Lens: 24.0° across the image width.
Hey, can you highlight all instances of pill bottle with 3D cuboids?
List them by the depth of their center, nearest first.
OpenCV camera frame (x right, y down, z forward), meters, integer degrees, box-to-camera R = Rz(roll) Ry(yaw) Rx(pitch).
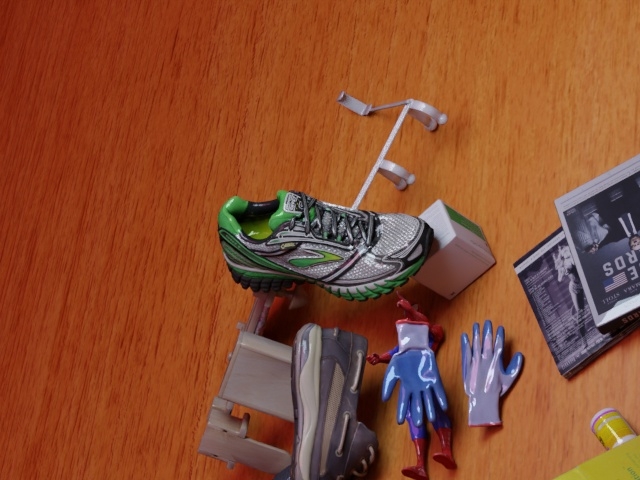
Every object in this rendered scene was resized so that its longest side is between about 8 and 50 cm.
[{"bbox_3d":[0.383,0.255,1.925,0.043,0.043,0.083,-48,39,13],"label":"pill bottle"}]

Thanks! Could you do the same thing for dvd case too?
[{"bbox_3d":[0.426,-0.005,2.044,0.179,0.029,0.239,-29,44,19],"label":"dvd case"},{"bbox_3d":[0.366,0.064,2.094,0.164,0.018,0.221,-40,42,22],"label":"dvd case"}]

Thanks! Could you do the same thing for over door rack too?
[{"bbox_3d":[0.080,-0.119,2.480,0.240,0.108,0.324,-62,23,-4],"label":"over door rack"}]

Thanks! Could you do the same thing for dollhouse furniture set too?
[{"bbox_3d":[-0.056,0.172,2.464,0.355,0.173,0.303,-79,10,-67],"label":"dollhouse furniture set"}]

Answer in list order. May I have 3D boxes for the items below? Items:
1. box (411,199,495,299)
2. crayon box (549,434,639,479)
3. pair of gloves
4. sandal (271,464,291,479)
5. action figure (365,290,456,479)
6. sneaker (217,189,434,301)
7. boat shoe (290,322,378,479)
[{"bbox_3d":[0.186,0.015,2.258,0.102,0.101,0.087,-41,41,22],"label":"box"},{"bbox_3d":[0.431,0.292,1.690,0.318,0.081,0.202,-23,38,-11],"label":"crayon box"},{"bbox_3d":[0.186,0.187,2.119,0.198,0.023,0.159,1,72,3],"label":"pair of gloves"},{"bbox_3d":[-0.089,0.444,2.300,0.254,0.054,0.097,-54,8,-10],"label":"sandal"},{"bbox_3d":[0.124,0.193,2.186,0.091,0.139,0.280,-29,44,31],"label":"action figure"},{"bbox_3d":[0.000,0.000,2.217,0.343,0.146,0.134,-2,48,21],"label":"sneaker"},{"bbox_3d":[0.023,0.299,2.205,0.132,0.130,0.355,143,127,-85],"label":"boat shoe"}]
